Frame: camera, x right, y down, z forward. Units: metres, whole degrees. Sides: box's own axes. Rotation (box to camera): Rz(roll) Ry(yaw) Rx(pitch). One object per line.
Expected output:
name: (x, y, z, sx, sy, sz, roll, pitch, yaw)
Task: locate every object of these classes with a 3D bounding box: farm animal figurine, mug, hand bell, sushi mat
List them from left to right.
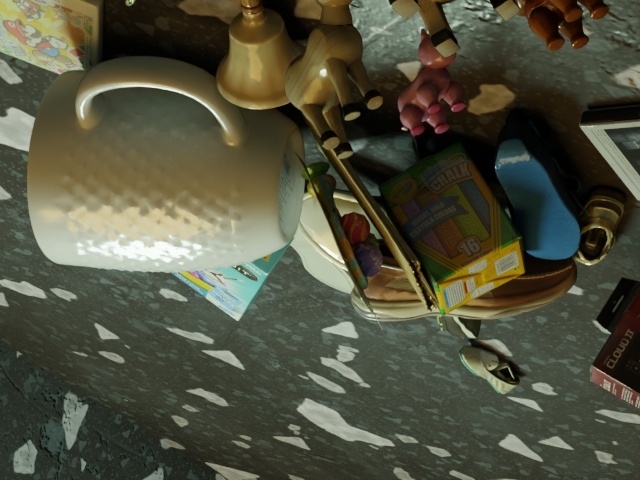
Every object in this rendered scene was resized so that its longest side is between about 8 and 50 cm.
mug: (-0.203, -0.115, 1.703, 0.328, 0.276, 0.374, 5, 148, 11)
hand bell: (-0.080, -0.283, 1.474, 0.126, 0.126, 0.242, 13, 144, 17)
sushi mat: (0.060, -0.052, 1.677, 0.316, 0.019, 0.151, 57, 177, 30)
farm animal figurine: (0.098, -0.254, 1.228, 0.330, 0.172, 0.327, -23, 155, 1)

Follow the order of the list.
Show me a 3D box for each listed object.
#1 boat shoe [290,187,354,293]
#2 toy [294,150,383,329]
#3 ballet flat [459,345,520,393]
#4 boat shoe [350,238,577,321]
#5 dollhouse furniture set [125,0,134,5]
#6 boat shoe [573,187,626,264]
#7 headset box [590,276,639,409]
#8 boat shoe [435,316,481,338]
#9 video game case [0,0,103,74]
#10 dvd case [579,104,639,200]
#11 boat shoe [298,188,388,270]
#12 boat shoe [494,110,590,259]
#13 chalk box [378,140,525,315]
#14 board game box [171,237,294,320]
boat shoe: (0.000, 0.000, 2.028, 0.095, 0.079, 0.254, 3, 149, 40)
toy: (0.043, -0.009, 1.700, 0.056, 0.237, 0.137, -29, 154, 4)
ballet flat: (0.317, 0.232, 2.337, 0.052, 0.057, 0.168, -27, 139, 23)
boat shoe: (0.200, 0.039, 1.783, 0.324, 0.123, 0.116, -6, 113, 4)
dollhouse furniture set: (-0.198, -0.336, 1.449, 0.058, 0.076, 0.151, 16, 156, 11)
boat shoe: (0.372, -0.001, 1.734, 0.068, 0.072, 0.190, 13, 157, 11)
headset box: (0.516, 0.148, 1.684, 0.293, 0.218, 0.110, 30, 170, 18)
boat shoe: (0.211, 0.102, 2.079, 0.069, 0.081, 0.228, 5, 156, 22)
video game case: (-0.400, -0.307, 1.739, 0.206, 0.026, 0.227, 21, 157, -2)
dvd case: (0.453, -0.107, 1.495, 0.239, 0.029, 0.179, -1, 150, 41)
boat shoe: (0.110, -0.006, 1.886, 0.319, 0.099, 0.116, 19, 114, -6)
boat shoe: (0.293, -0.070, 1.640, 0.109, 0.089, 0.258, -2, 146, 16)
chalk box: (0.165, -0.034, 1.692, 0.132, 0.213, 0.132, -29, 154, -1)
board game box: (-0.195, -0.003, 2.072, 0.254, 0.079, 0.336, 35, 161, 0)
